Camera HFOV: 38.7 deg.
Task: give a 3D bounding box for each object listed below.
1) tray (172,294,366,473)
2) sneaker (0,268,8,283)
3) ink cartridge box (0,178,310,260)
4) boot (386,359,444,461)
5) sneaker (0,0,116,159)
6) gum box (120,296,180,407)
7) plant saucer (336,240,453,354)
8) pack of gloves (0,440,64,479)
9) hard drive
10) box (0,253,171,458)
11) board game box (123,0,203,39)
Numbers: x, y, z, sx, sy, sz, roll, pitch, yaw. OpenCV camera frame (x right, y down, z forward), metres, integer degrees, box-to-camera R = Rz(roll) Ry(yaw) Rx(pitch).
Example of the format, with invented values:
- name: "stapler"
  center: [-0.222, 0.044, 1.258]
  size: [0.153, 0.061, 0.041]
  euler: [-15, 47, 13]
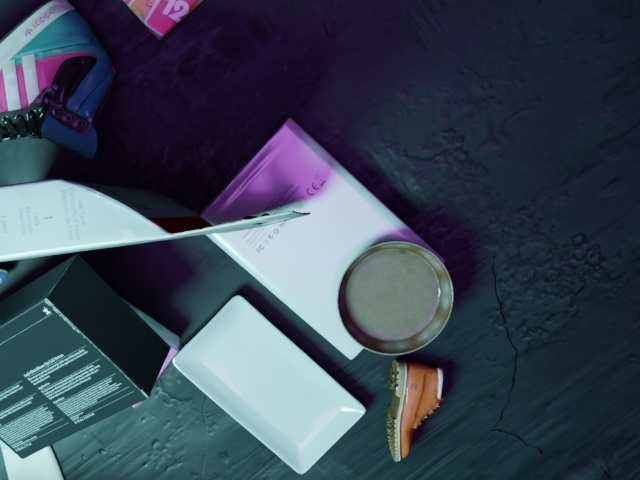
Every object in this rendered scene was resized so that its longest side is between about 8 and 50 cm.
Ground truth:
- name: "tray"
  center: [-0.075, 0.213, 1.358]
  size: [0.270, 0.030, 0.145]
  euler: [44, 96, -13]
- name: "sneaker"
  center: [-0.483, -0.028, 1.249]
  size: [0.081, 0.080, 0.211]
  euler: [-10, 103, -30]
- name: "ink cartridge box"
  center: [-0.216, -0.041, 1.117]
  size: [0.385, 0.308, 0.091]
  euler: [-9, 91, 3]
- name: "boot"
  center: [0.144, 0.260, 1.378]
  size: [0.085, 0.059, 0.157]
  euler: [4, 101, -12]
- name: "sneaker"
  center: [-0.376, -0.155, 1.187]
  size: [0.178, 0.124, 0.295]
  euler: [44, 82, -8]
- name: "gum box"
  center: [-0.300, 0.143, 1.301]
  size: [0.188, 0.062, 0.107]
  euler: [36, 98, -12]
- name: "plant saucer"
  center: [0.105, 0.080, 1.305]
  size: [0.168, 0.029, 0.168]
  euler: [-1, 103, -5]
- name: "pack of gloves"
  center: [-0.501, 0.295, 1.325]
  size: [0.195, 0.046, 0.232]
  euler: [-15, 103, -3]
- name: "hard drive"
  center: [0.000, 0.000, 1.312]
  size: [0.307, 0.040, 0.203]
  euler: [42, 96, -13]
- name: "box"
  center: [-0.358, 0.158, 1.199]
  size: [0.261, 0.103, 0.184]
  euler: [-28, 117, 29]
- name: "board game box"
  center: [-0.161, -0.399, 1.212]
  size: [0.259, 0.039, 0.124]
  euler: [-42, 104, 1]
